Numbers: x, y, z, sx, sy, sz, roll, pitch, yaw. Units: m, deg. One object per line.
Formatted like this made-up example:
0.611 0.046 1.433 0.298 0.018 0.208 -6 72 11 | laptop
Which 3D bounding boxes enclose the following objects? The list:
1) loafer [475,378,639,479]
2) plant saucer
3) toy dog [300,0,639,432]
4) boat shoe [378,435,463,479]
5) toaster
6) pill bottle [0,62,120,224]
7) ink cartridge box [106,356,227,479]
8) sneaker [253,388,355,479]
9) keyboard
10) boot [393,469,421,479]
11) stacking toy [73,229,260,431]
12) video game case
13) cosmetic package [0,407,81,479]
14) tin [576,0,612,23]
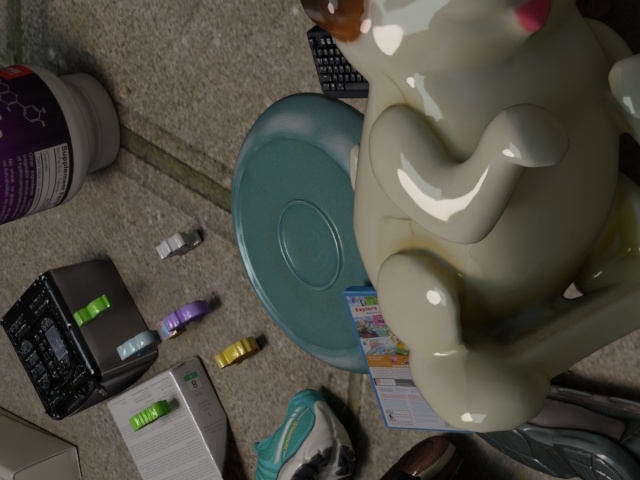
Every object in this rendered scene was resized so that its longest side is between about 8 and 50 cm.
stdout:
0.234 0.175 1.753 0.096 0.084 0.267 52 162 -27 | loafer
0.000 0.000 1.974 0.318 0.044 0.317 26 125 43 | plant saucer
0.140 -0.118 1.548 0.395 0.285 0.408 -136 28 -59 | toy dog
0.094 0.300 1.979 0.095 0.095 0.257 40 138 -1 | boat shoe
-0.310 0.132 2.359 0.185 0.110 0.168 61 143 11 | toaster
-0.405 -0.105 2.187 0.181 0.323 0.181 25 126 42 | pill bottle
-0.166 0.273 2.304 0.181 0.056 0.224 -29 88 52 | ink cartridge box
-0.036 0.281 2.129 0.275 0.107 0.110 -61 40 40 | sneaker
0.051 -0.193 1.835 0.180 0.023 0.108 4 110 49 | keyboard
0.142 0.359 1.874 0.207 0.094 0.246 24 132 9 | boot
-0.190 0.109 2.193 0.221 0.052 0.167 -34 78 29 | stacking toy
0.096 0.123 1.891 0.119 0.015 0.166 -1 117 38 | video game case
-0.474 0.340 2.659 0.309 0.113 0.160 18 121 45 | cosmetic package
0.186 -0.210 1.650 0.190 0.040 0.106 -29 88 52 | tin
